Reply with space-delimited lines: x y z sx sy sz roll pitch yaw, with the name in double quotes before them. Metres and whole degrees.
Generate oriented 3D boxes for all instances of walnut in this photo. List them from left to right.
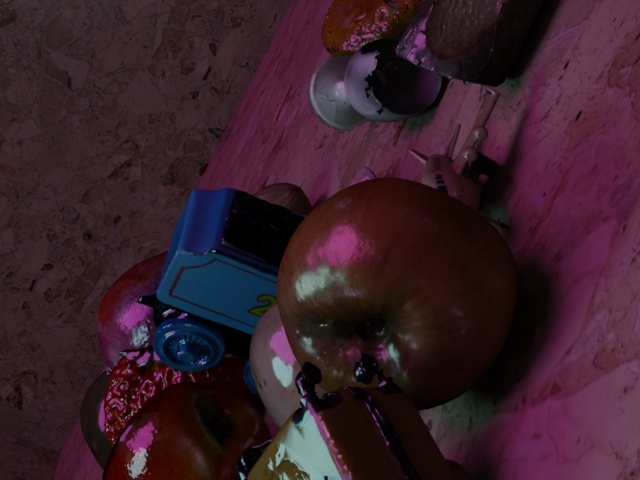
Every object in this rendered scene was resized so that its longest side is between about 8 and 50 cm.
"walnut" -0.085 -0.032 1.892 0.140 0.140 0.162 -87 17 -53

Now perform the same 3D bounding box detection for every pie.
"pie" 0.104 -0.438 1.842 0.273 0.069 0.273 -31 43 33

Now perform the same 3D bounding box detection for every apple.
"apple" 0.077 0.053 1.029 0.261 0.261 0.194 -54 -2 37

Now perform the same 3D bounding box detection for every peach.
"peach" -0.197 0.359 1.475 0.275 0.248 0.245 -59 42 31

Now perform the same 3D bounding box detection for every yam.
"yam" 0.214 -0.316 1.292 0.254 0.154 0.154 -64 15 5

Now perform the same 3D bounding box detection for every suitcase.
"suitcase" 0.040 0.249 0.929 0.235 0.143 0.194 60 136 30

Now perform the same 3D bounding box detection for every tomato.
"tomato" -0.291 0.116 1.924 0.335 0.289 0.176 -33 -42 -28

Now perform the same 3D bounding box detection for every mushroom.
"mushroom" 0.020 0.153 1.226 0.204 0.204 0.204 -57 18 29

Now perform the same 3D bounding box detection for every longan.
"longan" -0.346 0.353 1.966 0.258 0.258 0.258 -57 18 29

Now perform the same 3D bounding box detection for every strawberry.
"strawberry" -0.241 0.307 1.712 0.261 0.261 0.258 138 145 -56

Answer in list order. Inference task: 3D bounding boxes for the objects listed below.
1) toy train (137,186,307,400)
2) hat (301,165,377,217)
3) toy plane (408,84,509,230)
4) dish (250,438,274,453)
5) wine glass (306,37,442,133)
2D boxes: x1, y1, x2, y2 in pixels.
"toy train" -0.095 0.075 1.441 0.188 0.300 0.265 -84 20 -48
"hat" 0.000 0.000 1.577 0.164 0.219 0.226 48 150 39
"toy plane" 0.154 -0.066 1.199 0.242 0.104 0.256 -59 16 14
"dish" -0.006 0.303 1.169 0.066 0.191 0.190 -24 -9 -31
"wine glass" 0.089 -0.253 1.646 0.143 0.143 0.321 -67 18 -5
